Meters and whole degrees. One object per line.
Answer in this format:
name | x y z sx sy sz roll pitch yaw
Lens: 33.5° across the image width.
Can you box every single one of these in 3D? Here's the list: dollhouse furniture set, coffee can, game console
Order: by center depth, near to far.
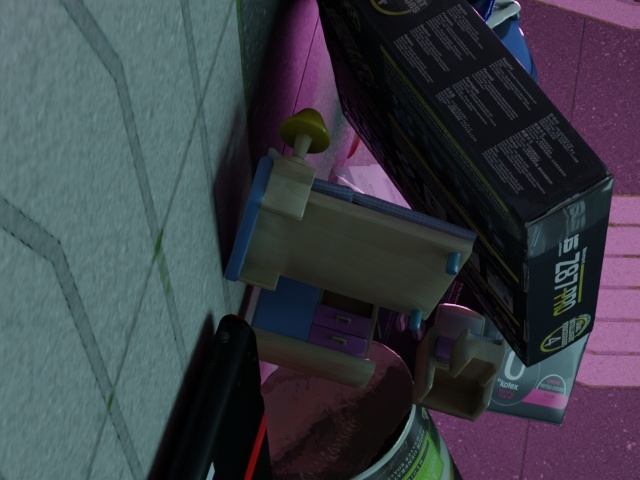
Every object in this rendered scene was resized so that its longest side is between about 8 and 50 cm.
game console | -0.118 0.306 0.926 0.342 0.060 0.386 87 15 -48
dollhouse furniture set | 0.073 -0.009 1.002 0.303 0.286 0.198 110 -4 -57
coffee can | 0.055 0.277 1.258 0.275 0.202 0.201 62 33 -40

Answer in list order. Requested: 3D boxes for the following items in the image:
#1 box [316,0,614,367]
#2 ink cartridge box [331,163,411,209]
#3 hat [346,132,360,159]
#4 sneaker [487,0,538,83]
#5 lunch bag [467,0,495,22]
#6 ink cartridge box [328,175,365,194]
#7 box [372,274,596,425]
box | 0.128 -0.101 1.053 0.395 0.097 0.318 57 -5 30
ink cartridge box | 0.151 0.040 1.604 0.130 0.272 0.309 -52 -130 48
hat | 0.071 -0.278 1.651 0.208 0.184 0.173 59 -7 9
sneaker | 0.154 -0.315 1.159 0.130 0.322 0.236 -29 165 -27
lunch bag | 0.124 -0.291 1.044 0.129 0.096 0.151 -132 -151 -66
ink cartridge box | 0.000 0.000 1.225 0.088 0.052 0.122 -35 -151 46
box | 0.172 0.107 1.300 0.270 0.165 0.143 23 -83 61
